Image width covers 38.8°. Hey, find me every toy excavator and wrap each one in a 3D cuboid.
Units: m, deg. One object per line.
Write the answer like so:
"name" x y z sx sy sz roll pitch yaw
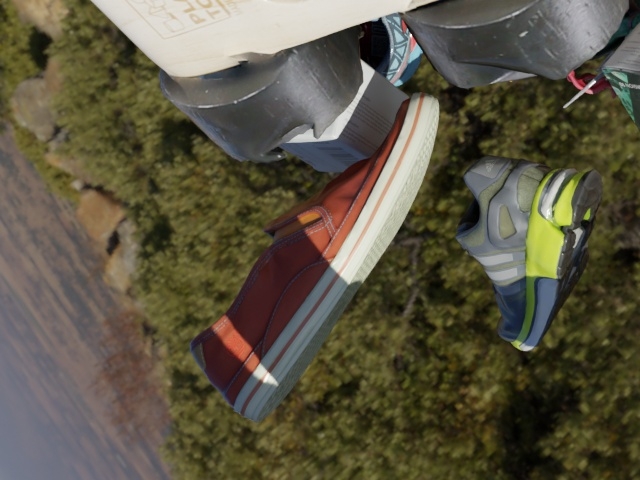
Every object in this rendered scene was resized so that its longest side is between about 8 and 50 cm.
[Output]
"toy excavator" -0.056 -0.283 0.519 0.433 0.445 0.222 -11 146 29

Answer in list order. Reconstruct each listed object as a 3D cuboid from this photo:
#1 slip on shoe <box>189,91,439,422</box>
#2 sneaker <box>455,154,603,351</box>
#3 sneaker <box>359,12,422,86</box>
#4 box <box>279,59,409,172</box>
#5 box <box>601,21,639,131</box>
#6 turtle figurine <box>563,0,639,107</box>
"slip on shoe" 0.000 0.000 0.809 0.101 0.331 0.123 34 177 12
"sneaker" 0.203 0.009 0.928 0.121 0.111 0.300 28 153 22
"sneaker" 0.060 -0.282 0.989 0.104 0.125 0.261 6 117 27
"box" 0.015 -0.124 0.903 0.102 0.087 0.101 7 168 40
"box" 0.399 -0.113 0.779 0.322 0.232 0.058 46 172 -28
"turtle figurine" 0.255 -0.231 0.829 0.175 0.234 0.118 40 -178 20
